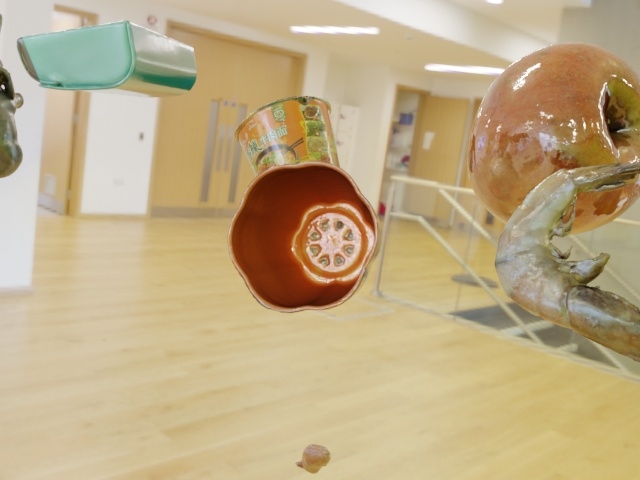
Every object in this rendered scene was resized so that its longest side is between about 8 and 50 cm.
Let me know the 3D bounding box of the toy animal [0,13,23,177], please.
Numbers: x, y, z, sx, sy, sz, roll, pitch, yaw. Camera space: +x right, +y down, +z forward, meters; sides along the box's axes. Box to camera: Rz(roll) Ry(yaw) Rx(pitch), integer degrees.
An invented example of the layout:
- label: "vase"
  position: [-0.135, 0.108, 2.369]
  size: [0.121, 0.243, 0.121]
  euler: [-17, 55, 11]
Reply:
- label: "toy animal"
  position: [-0.459, -0.196, 1.006]
  size: [0.082, 0.269, 0.137]
  euler: [-2, 7, -18]

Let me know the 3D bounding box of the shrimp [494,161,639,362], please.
- label: "shrimp"
  position: [0.243, 0.013, 0.579]
  size: [0.195, 0.148, 0.035]
  euler: [28, -1, 25]

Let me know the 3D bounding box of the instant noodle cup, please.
- label: "instant noodle cup"
  position: [-0.060, -0.186, 1.616]
  size: [0.230, 0.182, 0.230]
  euler: [-16, -16, -5]

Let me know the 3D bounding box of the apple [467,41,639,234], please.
- label: "apple"
  position: [0.313, -0.131, 0.973]
  size: [0.253, 0.253, 0.253]
  euler: [7, 9, -1]

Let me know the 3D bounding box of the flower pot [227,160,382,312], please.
- label: "flower pot"
  position: [0.000, 0.000, 0.943]
  size: [0.191, 0.190, 0.173]
  euler: [10, 0, 17]

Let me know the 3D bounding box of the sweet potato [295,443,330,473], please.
- label: "sweet potato"
  position: [-0.014, 0.494, 1.650]
  size: [0.055, 0.058, 0.202]
  euler: [5, -25, -11]

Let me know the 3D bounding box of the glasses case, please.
- label: "glasses case"
  position: [-0.230, -0.200, 0.849]
  size: [0.117, 0.070, 0.301]
  euler: [-7, 11, 4]
